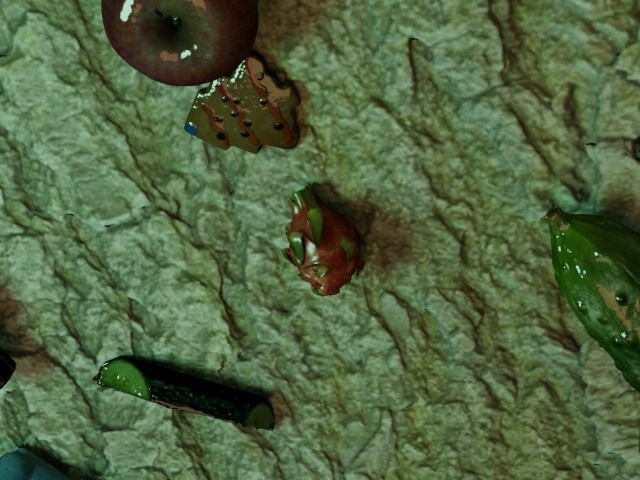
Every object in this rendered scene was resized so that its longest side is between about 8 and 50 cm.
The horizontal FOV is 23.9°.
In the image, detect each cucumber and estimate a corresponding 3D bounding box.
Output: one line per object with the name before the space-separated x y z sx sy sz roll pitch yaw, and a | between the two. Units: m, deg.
cucumber | 0.311 0.054 1.550 0.134 0.134 0.244 -36 106 26
cucumber | -0.156 0.178 1.739 0.220 0.070 0.046 15 93 -1

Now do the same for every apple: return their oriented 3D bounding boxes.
apple | -0.133 -0.223 1.458 0.153 0.120 0.153 3 126 4

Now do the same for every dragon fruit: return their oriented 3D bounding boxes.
dragon fruit | -0.001 -0.001 1.595 0.081 0.086 0.116 -24 79 -15

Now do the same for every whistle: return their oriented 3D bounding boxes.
whistle | -0.308 0.345 1.848 0.269 0.093 0.180 39 143 -14

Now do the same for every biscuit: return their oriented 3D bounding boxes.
biscuit | -0.083 -0.132 1.562 0.130 0.019 0.119 -18 116 20

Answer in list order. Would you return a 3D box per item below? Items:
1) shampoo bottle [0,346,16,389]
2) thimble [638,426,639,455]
shampoo bottle | -0.454 0.067 1.696 0.104 0.104 0.278 -32 111 25
thimble | 0.396 0.211 1.661 0.084 0.062 0.110 17 122 1
